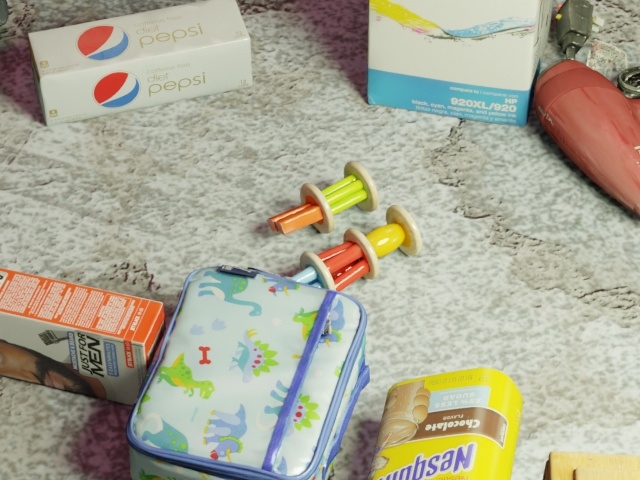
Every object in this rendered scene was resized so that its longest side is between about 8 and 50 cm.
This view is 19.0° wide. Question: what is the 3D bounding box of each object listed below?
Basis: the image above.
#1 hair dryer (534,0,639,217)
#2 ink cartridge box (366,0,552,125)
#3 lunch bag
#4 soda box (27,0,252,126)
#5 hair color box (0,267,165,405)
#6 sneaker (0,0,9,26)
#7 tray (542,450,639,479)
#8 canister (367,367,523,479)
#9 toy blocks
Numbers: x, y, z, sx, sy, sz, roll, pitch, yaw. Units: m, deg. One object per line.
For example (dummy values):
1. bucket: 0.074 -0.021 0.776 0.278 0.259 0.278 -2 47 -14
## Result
1. hair dryer: 0.321 -0.137 1.876 0.224 0.080 0.293 11 50 8
2. ink cartridge box: 0.144 -0.262 1.889 0.168 0.232 0.171 10 49 10
3. lunch bag: -0.056 0.128 1.632 0.176 0.090 0.219 15 50 10
4. soda box: -0.181 -0.181 1.930 0.216 0.069 0.074 -12 48 -10
5. hair color box: -0.220 0.084 1.669 0.167 0.093 0.053 12 48 12
6. sneaker: -0.427 -0.312 2.046 0.131 0.112 0.319 -27 48 -1
7. tray: 0.236 0.307 1.103 0.203 0.076 0.411 3 47 1
8. canister: 0.097 0.191 1.562 0.126 0.073 0.170 -13 39 27
9. toy blocks: 0.000 0.000 1.771 0.148 0.054 0.123 -28 54 -22
